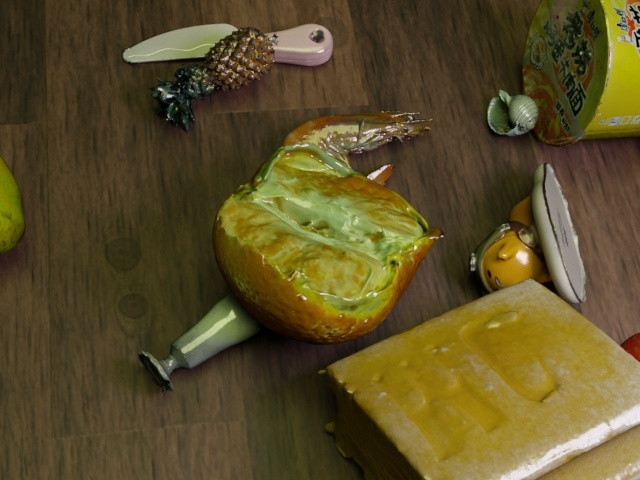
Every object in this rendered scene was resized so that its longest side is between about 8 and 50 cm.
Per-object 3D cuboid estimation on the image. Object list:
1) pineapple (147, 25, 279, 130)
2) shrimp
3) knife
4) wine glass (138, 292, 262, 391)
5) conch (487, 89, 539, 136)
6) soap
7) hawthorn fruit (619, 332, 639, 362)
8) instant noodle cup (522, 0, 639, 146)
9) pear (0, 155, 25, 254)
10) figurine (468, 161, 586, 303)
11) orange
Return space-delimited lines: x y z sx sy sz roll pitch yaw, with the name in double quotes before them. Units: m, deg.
"pineapple" -0.154 -0.253 1.542 0.221 0.083 0.103 -34 62 -10
"shrimp" 0.059 -0.136 1.532 0.249 0.068 0.150 -24 78 -13
"knife" -0.147 -0.319 1.621 0.336 0.043 0.081 -1 61 -5
"wine glass" -0.158 0.134 1.343 0.155 0.072 0.072 -34 70 -23
"conch" 0.306 -0.197 1.595 0.057 0.076 0.085 28 22 -35
"soap" 0.210 0.218 1.249 0.335 0.156 0.293 -20 35 -18
"hawthorn fruit" 0.437 0.184 1.357 0.163 0.162 0.203 -20 48 -17
"instant noodle cup" 0.457 -0.270 1.553 0.200 0.264 0.264 0 60 -16
"pear" -0.497 -0.060 1.359 0.220 0.187 0.187 23 60 -3
"figurine" 0.292 0.004 1.470 0.141 0.166 0.250 -20 30 22
"orange" -0.005 0.007 1.349 0.262 0.196 0.334 35 44 -3
